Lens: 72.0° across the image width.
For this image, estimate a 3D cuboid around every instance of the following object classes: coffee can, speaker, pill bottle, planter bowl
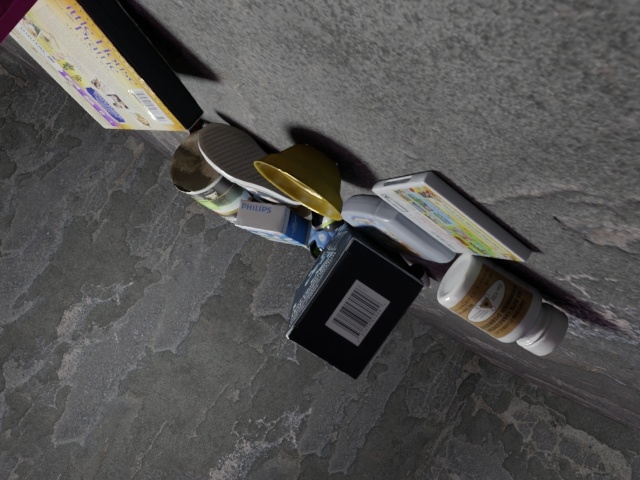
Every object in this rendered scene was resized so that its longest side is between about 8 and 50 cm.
[{"bbox_3d":[-0.279,-0.178,1.318,0.201,0.202,0.275,29,174,30],"label":"coffee can"},{"bbox_3d":[0.317,0.117,1.412,0.055,0.055,0.136,29,173,28],"label":"speaker"},{"bbox_3d":[0.367,0.130,0.891,0.229,0.131,0.131,32,174,1],"label":"pill bottle"},{"bbox_3d":[-0.024,-0.137,0.919,0.217,0.090,0.217,32,173,4],"label":"planter bowl"}]

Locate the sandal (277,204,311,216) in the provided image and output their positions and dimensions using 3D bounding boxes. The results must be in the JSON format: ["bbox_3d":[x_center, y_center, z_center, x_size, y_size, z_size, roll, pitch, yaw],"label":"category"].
[{"bbox_3d":[-0.101,-0.118,1.368,0.079,0.088,0.240,-7,-167,-20],"label":"sandal"}]

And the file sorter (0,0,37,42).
[{"bbox_3d":[-0.540,-0.382,0.628,0.202,0.291,0.182,26,169,43],"label":"file sorter"}]

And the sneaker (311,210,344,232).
[{"bbox_3d":[0.012,-0.087,1.336,0.097,0.084,0.234,60,168,-10],"label":"sneaker"}]

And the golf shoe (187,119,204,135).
[{"bbox_3d":[-0.398,-0.349,1.216,0.086,0.068,0.186,32,174,12],"label":"golf shoe"}]

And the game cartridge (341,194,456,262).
[{"bbox_3d":[0.158,-0.033,1.030,0.198,0.062,0.297,30,175,-20],"label":"game cartridge"}]

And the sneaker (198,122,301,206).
[{"bbox_3d":[-0.170,-0.180,1.146,0.321,0.126,0.127,31,169,-7],"label":"sneaker"}]

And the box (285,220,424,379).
[{"bbox_3d":[0.081,0.132,1.217,0.212,0.294,0.395,33,-172,-4],"label":"box"}]

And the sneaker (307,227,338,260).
[{"bbox_3d":[0.000,0.000,1.639,0.129,0.147,0.330,33,175,-5],"label":"sneaker"}]

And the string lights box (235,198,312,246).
[{"bbox_3d":[-0.127,-0.047,1.272,0.133,0.077,0.259,10,174,16],"label":"string lights box"}]

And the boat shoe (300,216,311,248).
[{"bbox_3d":[-0.130,-0.069,1.954,0.355,0.132,0.130,16,156,38],"label":"boat shoe"}]

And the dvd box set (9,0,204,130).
[{"bbox_3d":[-0.461,-0.362,0.908,0.420,0.062,0.308,14,152,43],"label":"dvd box set"}]

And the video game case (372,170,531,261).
[{"bbox_3d":[0.220,-0.040,0.778,0.227,0.026,0.206,35,174,-15],"label":"video game case"}]
